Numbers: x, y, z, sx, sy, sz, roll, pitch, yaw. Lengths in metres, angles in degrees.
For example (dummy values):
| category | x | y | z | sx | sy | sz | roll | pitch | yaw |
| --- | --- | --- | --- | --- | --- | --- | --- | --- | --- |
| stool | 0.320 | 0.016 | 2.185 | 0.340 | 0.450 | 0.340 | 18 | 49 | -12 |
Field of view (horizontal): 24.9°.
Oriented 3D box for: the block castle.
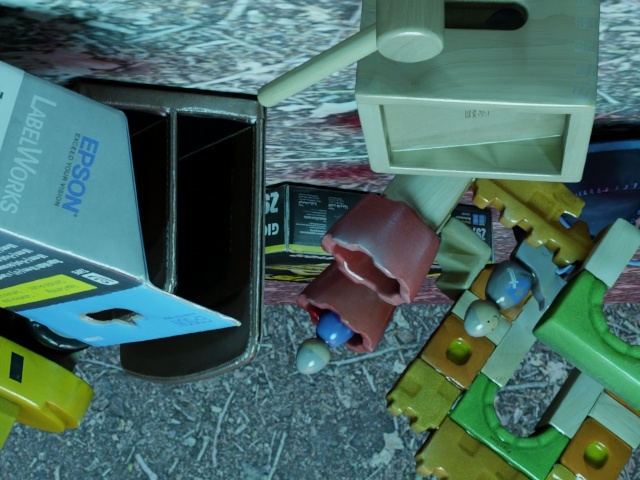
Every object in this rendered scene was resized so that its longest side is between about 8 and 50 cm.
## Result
| category | x | y | z | sx | sy | sz | roll | pitch | yaw |
| --- | --- | --- | --- | --- | --- | --- | --- | --- | --- |
| block castle | 0.196 | 0.124 | 1.221 | 0.453 | 0.213 | 0.303 | 36 | 164 | 3 |

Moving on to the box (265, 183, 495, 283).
| category | x | y | z | sx | sy | sz | roll | pitch | yaw |
| --- | --- | --- | --- | --- | --- | --- | --- | --- | --- |
| box | 0.000 | 0.000 | 1.684 | 0.322 | 0.079 | 0.257 | 5 | 172 | -42 |

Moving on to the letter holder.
| category | x | y | z | sx | sy | sz | roll | pitch | yaw |
| --- | --- | --- | --- | --- | --- | --- | --- | --- | --- |
| letter holder | -0.173 | 0.010 | 1.190 | 0.152 | 0.214 | 0.302 | 3 | 172 | -27 |

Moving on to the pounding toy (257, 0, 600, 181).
| category | x | y | z | sx | sy | sz | roll | pitch | yaw |
| --- | --- | --- | --- | --- | --- | --- | --- | --- | --- |
| pounding toy | 0.059 | -0.111 | 0.792 | 0.181 | 0.094 | 0.206 | 3 | 164 | 7 |

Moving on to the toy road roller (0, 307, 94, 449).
| category | x | y | z | sx | sy | sz | roll | pitch | yaw |
| --- | --- | --- | --- | --- | --- | --- | --- | --- | --- |
| toy road roller | -0.368 | 0.091 | 1.365 | 0.329 | 0.241 | 0.202 | 29 | 160 | -17 |

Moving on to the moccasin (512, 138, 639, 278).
| category | x | y | z | sx | sy | sz | roll | pitch | yaw |
| --- | --- | --- | --- | --- | --- | --- | --- | --- | --- |
| moccasin | 0.261 | -0.021 | 1.379 | 0.137 | 0.117 | 0.342 | -1 | 172 | 2 |

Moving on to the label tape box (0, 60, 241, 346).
| category | x | y | z | sx | sy | sz | roll | pitch | yaw |
| --- | --- | --- | --- | --- | --- | --- | --- | --- | --- |
| label tape box | -0.234 | -0.036 | 0.931 | 0.333 | 0.106 | 0.240 | 22 | 163 | -27 |
